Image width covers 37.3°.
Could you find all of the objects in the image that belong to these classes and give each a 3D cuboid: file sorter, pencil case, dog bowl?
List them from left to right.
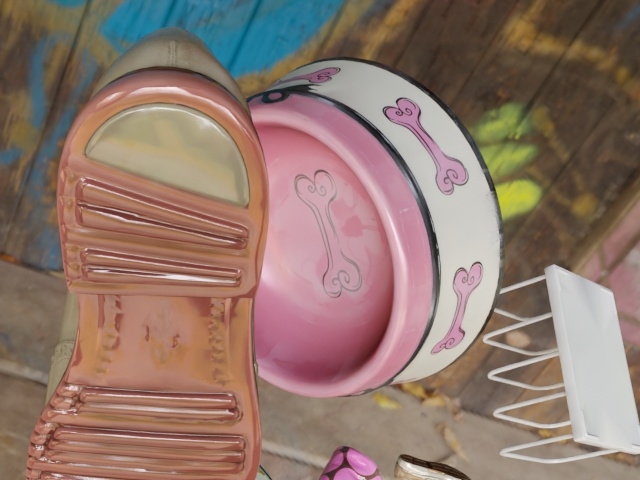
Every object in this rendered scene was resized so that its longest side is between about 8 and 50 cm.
[{"bbox_3d":[0.000,0.000,1.106,0.408,0.408,0.150,45,39,20],"label":"dog bowl"},{"bbox_3d":[0.028,0.414,1.441,0.098,0.095,0.209,8,40,21],"label":"pencil case"},{"bbox_3d":[0.382,0.215,1.548,0.193,0.173,0.277,20,56,-42],"label":"file sorter"}]

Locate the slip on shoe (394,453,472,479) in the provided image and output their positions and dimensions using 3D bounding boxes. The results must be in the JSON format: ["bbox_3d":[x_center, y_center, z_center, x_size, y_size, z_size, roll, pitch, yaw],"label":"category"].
[{"bbox_3d":[0.190,0.402,1.606,0.135,0.041,0.051,17,10,-9],"label":"slip on shoe"}]

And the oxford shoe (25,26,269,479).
[{"bbox_3d":[-0.088,0.052,0.533,0.123,0.348,0.130,10,31,-11],"label":"oxford shoe"}]

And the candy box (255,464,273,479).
[{"bbox_3d":[-0.210,0.482,1.347,0.122,0.268,0.317,46,24,8],"label":"candy box"}]
